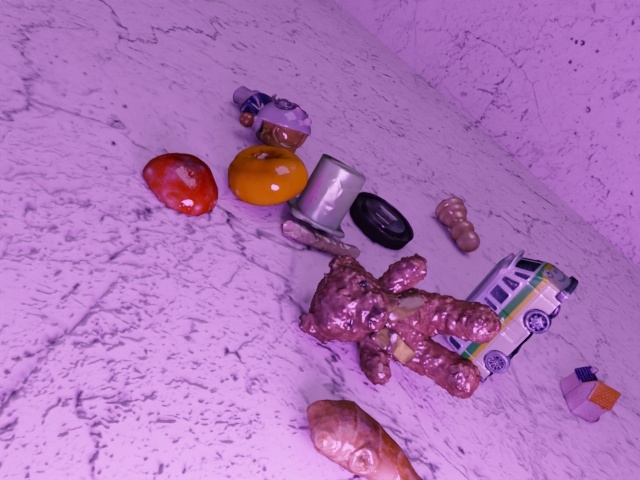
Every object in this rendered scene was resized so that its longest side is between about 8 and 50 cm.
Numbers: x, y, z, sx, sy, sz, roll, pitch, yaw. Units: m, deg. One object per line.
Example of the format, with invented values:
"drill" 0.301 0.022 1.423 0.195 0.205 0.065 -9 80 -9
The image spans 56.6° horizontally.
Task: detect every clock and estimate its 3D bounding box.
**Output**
"clock" 0.157 -0.050 1.537 0.184 0.040 0.184 28 29 -17

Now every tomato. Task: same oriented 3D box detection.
"tomato" -0.257 -0.121 1.149 0.155 0.069 0.155 28 31 -18

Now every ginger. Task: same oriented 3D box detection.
"ginger" 0.094 0.341 0.862 0.294 0.086 0.131 46 8 7

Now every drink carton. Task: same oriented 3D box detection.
"drink carton" 0.022 -0.105 1.332 0.144 0.142 0.146 27 13 -21

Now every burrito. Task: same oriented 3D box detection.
"burrito" 0.000 0.000 1.289 0.185 0.041 0.045 21 42 -23

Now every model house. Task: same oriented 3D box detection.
"model house" 0.648 0.360 1.423 0.087 0.100 0.101 27 30 -18

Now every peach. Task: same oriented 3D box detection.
"peach" -0.112 -0.141 1.279 0.179 0.103 0.179 0 29 0

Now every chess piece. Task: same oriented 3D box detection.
"chess piece" 0.412 -0.038 1.765 0.094 0.094 0.170 14 43 -36

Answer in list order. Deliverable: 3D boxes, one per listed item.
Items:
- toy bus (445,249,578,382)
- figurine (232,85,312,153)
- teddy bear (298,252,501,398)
"toy bus" 0.398 0.152 1.272 0.164 0.276 0.133 42 28 16
"figurine" -0.119 -0.320 1.539 0.194 0.133 0.274 22 22 -26
"teddy bear" 0.145 0.143 1.055 0.296 0.246 0.222 20 -2 30
